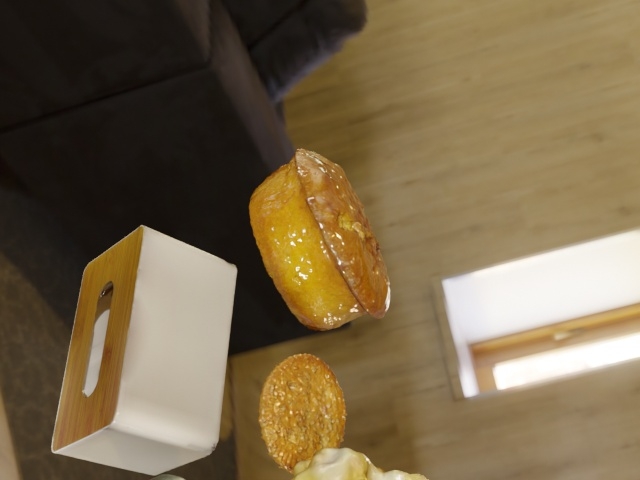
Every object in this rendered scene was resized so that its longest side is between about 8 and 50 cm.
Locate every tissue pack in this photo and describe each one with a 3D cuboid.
[{"bbox_3d":[-0.204,0.134,1.268,0.136,0.159,0.246,23,55,-32],"label":"tissue pack"}]

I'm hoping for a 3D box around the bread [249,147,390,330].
[{"bbox_3d":[0.001,0.003,1.773,0.312,0.172,0.312,62,9,-17],"label":"bread"}]

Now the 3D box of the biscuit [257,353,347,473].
[{"bbox_3d":[-0.031,0.354,2.189,0.254,0.035,0.254,13,72,-46],"label":"biscuit"}]

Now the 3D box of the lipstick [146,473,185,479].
[{"bbox_3d":[-0.238,0.335,1.290,0.186,0.063,0.057,-14,101,-55],"label":"lipstick"}]

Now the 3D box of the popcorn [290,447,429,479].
[{"bbox_3d":[0.034,0.459,1.335,0.344,0.390,0.354,52,-16,-22],"label":"popcorn"}]
